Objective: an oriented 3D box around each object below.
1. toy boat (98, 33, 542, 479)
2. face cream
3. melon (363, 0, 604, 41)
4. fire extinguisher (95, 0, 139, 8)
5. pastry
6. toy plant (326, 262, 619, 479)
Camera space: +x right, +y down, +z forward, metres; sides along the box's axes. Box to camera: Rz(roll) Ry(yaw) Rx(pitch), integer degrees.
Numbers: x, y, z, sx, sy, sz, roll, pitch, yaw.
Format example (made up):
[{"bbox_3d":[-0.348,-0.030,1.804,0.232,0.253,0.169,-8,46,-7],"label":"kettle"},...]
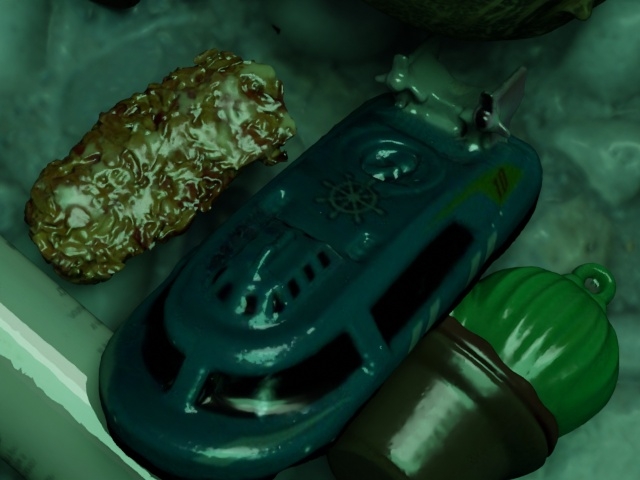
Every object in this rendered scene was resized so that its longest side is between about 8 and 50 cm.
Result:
[{"bbox_3d":[0.000,0.000,0.964,0.134,0.092,0.299,25,47,24],"label":"toy boat"},{"bbox_3d":[-0.104,0.111,0.986,0.311,0.092,0.092,40,74,2],"label":"face cream"},{"bbox_3d":[0.066,-0.262,0.993,0.249,0.248,0.329,-28,84,-15],"label":"melon"},{"bbox_3d":[-0.097,-0.252,1.089,0.099,0.071,0.231,17,72,23],"label":"fire extinguisher"},{"bbox_3d":[-0.092,-0.039,1.042,0.169,0.063,0.087,-35,82,-19],"label":"pastry"},{"bbox_3d":[0.085,0.066,1.027,0.143,0.105,0.200,38,58,9],"label":"toy plant"}]
